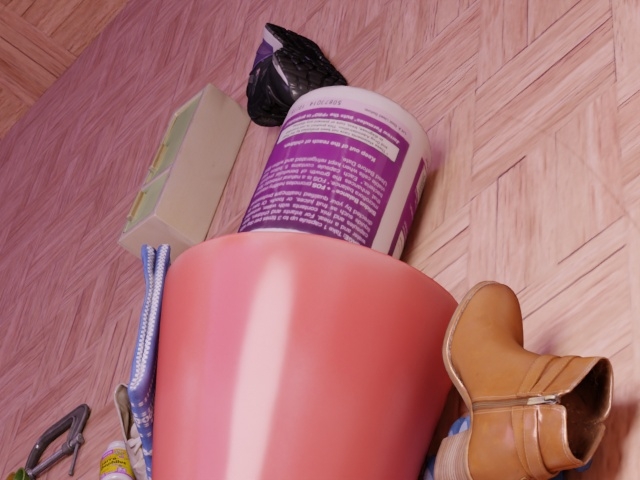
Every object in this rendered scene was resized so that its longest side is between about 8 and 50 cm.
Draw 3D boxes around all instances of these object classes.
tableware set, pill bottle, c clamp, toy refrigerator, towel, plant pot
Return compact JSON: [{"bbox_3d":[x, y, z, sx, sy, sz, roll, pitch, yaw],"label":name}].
[{"bbox_3d":[-0.445,0.367,2.241,0.154,0.024,0.104,-28,46,50],"label":"tableware set"},{"bbox_3d":[-0.242,0.275,1.953,0.043,0.043,0.083,-47,22,17],"label":"pill bottle"},{"bbox_3d":[-0.365,0.286,2.230,0.160,0.022,0.137,-34,29,42],"label":"c clamp"},{"bbox_3d":[-0.197,-0.094,2.359,0.102,0.094,0.270,-32,30,44],"label":"toy refrigerator"},{"bbox_3d":[-0.150,0.202,1.576,0.040,0.336,0.243,-4,33,2],"label":"towel"},{"bbox_3d":[-0.025,0.161,1.397,0.275,0.275,0.243,-29,41,49],"label":"plant pot"},{"bbox_3d":[0.000,0.000,1.685,0.169,0.169,0.302,-29,31,48],"label":"pill bottle"}]

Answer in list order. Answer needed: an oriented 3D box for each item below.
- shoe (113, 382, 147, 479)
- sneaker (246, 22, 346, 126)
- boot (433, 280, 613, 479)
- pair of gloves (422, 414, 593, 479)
[{"bbox_3d":[-0.211,0.228,1.936,0.076,0.058,0.219,-51,21,8],"label":"shoe"},{"bbox_3d":[-0.043,-0.197,2.220,0.283,0.107,0.124,-108,42,-69],"label":"sneaker"},{"bbox_3d":[0.163,0.105,1.253,0.152,0.073,0.197,-28,45,50],"label":"boot"},{"bbox_3d":[0.146,0.181,1.298,0.198,0.023,0.159,-30,32,45],"label":"pair of gloves"}]
